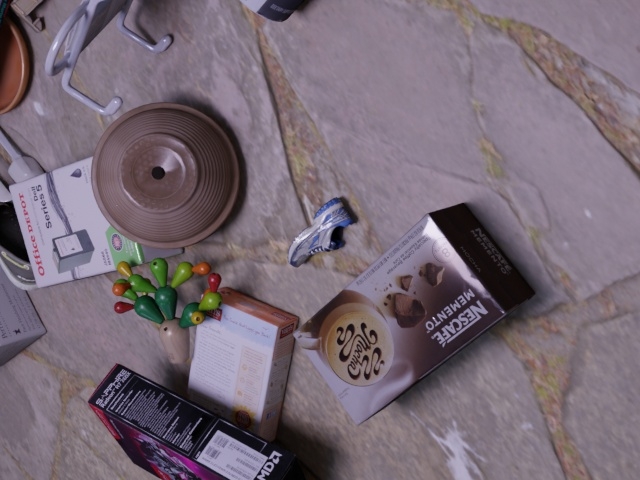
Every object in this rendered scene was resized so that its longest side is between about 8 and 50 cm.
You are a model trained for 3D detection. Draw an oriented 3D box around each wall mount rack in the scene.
[{"bbox_3d":[-0.256,-0.356,1.259,0.130,0.350,0.304,31,132,-10],"label":"wall mount rack"}]

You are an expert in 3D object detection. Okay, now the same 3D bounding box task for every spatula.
[{"bbox_3d":[-0.645,-0.149,1.626,0.242,0.168,0.019,47,159,25],"label":"spatula"}]

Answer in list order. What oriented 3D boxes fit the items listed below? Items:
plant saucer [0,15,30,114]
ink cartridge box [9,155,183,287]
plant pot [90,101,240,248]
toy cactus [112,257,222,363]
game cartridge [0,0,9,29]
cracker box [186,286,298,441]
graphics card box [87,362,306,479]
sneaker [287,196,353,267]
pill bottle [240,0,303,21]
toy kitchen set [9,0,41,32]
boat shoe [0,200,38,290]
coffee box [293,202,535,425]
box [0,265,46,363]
[{"bbox_3d":[-0.621,-0.339,1.628,0.200,0.037,0.200,7,104,31],"label":"plant saucer"},{"bbox_3d":[-0.398,-0.038,1.503,0.273,0.115,0.198,-13,93,33],"label":"ink cartridge box"},{"bbox_3d":[-0.245,-0.103,1.334,0.237,0.110,0.237,0,91,-4],"label":"plant pot"},{"bbox_3d":[-0.245,0.117,1.379,0.219,0.112,0.180,-1,112,20],"label":"toy cactus"},{"bbox_3d":[-0.667,-0.403,1.577,0.230,0.068,0.355,32,105,34],"label":"game cartridge"},{"bbox_3d":[-0.135,0.212,1.420,0.156,0.067,0.232,21,111,27],"label":"cracker box"},{"bbox_3d":[-0.189,0.359,1.403,0.371,0.094,0.232,20,147,26],"label":"graphics card box"},{"bbox_3d":[0.000,0.000,1.305,0.058,0.052,0.135,45,120,12],"label":"sneaker"},{"bbox_3d":[-0.021,-0.432,1.183,0.246,0.130,0.130,-41,77,31],"label":"pill bottle"},{"bbox_3d":[-0.514,-0.429,1.553,0.068,0.075,0.083,46,166,-26],"label":"toy kitchen set"},{"bbox_3d":[-0.615,-0.045,1.631,0.305,0.109,0.091,50,143,7],"label":"boat shoe"},{"bbox_3d":[0.126,0.105,1.206,0.297,0.119,0.168,-43,76,31],"label":"coffee box"},{"bbox_3d":[-0.679,0.156,1.714,0.182,0.119,0.181,-33,82,32],"label":"box"}]
